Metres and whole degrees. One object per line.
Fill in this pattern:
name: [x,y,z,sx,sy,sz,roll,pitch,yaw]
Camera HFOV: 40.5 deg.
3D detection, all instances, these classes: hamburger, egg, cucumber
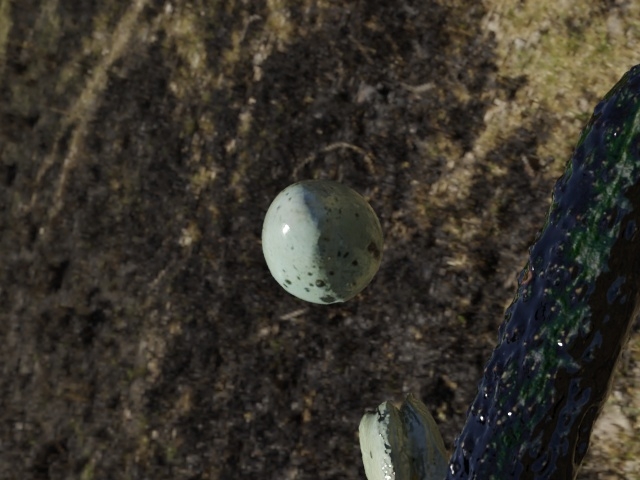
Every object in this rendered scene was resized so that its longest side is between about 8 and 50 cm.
hamburger: [0.072,0.199,0.738,0.140,0.063,0.133,-146,50,-80]
egg: [0.000,0.000,0.909,0.131,0.164,0.131,-4,75,15]
cucumber: [0.141,0.034,0.474,0.072,0.072,0.300,23,92,58]
